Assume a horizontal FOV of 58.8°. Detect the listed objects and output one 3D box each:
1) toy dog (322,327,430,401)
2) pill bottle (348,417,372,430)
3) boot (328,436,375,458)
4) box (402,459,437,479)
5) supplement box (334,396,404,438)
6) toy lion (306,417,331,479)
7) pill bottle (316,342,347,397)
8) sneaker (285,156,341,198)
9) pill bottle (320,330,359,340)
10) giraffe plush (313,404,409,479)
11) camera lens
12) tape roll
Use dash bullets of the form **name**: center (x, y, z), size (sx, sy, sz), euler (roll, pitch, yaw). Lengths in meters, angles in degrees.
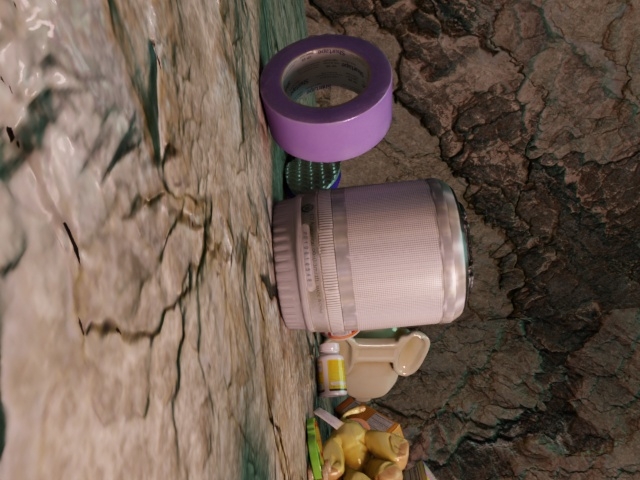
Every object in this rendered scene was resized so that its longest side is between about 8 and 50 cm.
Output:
- **toy dog**: center (0.145, 0.236, 1.699), size (0.407, 0.285, 0.395), euler (-95, 178, -50)
- **pill bottle**: center (0.107, 0.618, 1.620), size (0.130, 0.131, 0.245), euler (-91, 174, -56)
- **boot**: center (0.087, 0.628, 1.408), size (0.112, 0.115, 0.305), euler (-94, 179, -74)
- **box**: center (0.169, 0.595, 1.090), size (0.213, 0.243, 0.117), euler (52, 5, 1)
- **supplement box**: center (0.146, 0.560, 1.720), size (0.233, 0.080, 0.078), euler (17, -49, 54)
- **toy lion**: center (-0.008, 0.352, 0.965), size (0.100, 0.034, 0.096), euler (68, 9, -77)
- **pill bottle**: center (0.023, 0.292, 1.282), size (0.065, 0.065, 0.116), euler (75, 10, -71)
- **sneaker**: center (-0.007, -0.102, 1.108), size (0.293, 0.102, 0.146), euler (-89, 174, -63)
- **pill bottle**: center (0.036, 0.126, 1.295), size (0.221, 0.121, 0.121), euler (81, 5, -50)
- **giraffe plush**: center (0.058, 0.449, 1.107), size (0.210, 0.182, 0.170), euler (39, -43, 42)
- **camera lens**: center (0.079, 0.024, 0.861), size (0.219, 0.275, 0.219), euler (-5, 90, -87)
- **tape roll**: center (0.011, -0.210, 0.832), size (0.080, 0.189, 0.188), euler (78, 7, -56)
